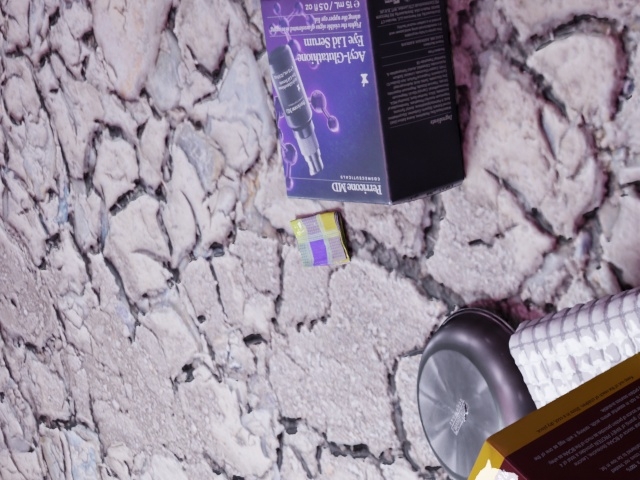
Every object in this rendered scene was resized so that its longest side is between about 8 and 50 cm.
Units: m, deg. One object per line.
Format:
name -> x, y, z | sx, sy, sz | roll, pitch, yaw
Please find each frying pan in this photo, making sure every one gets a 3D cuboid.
frying pan -> 0.176, 0.222, 1.264 | 0.197, 0.053, 0.326 | -48, 57, 54

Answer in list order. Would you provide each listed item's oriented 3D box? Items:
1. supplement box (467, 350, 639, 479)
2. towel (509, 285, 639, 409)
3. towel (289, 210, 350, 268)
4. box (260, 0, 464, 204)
supplement box -> 0.228, 0.213, 0.937 | 0.194, 0.191, 0.129 | 43, 135, 29
towel -> 0.306, 0.164, 1.076 | 0.235, 0.121, 0.283 | -29, 83, 51
towel -> 0.000, 0.000, 1.442 | 0.083, 0.009, 0.060 | -7, 99, 49
box -> 0.041, -0.145, 1.266 | 0.153, 0.108, 0.207 | 4, 106, 47
